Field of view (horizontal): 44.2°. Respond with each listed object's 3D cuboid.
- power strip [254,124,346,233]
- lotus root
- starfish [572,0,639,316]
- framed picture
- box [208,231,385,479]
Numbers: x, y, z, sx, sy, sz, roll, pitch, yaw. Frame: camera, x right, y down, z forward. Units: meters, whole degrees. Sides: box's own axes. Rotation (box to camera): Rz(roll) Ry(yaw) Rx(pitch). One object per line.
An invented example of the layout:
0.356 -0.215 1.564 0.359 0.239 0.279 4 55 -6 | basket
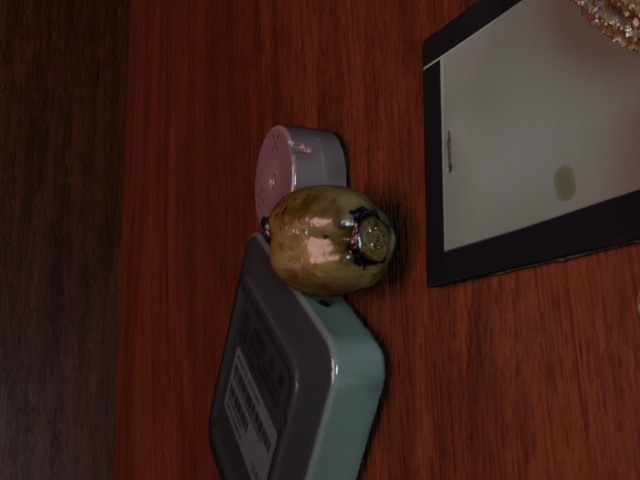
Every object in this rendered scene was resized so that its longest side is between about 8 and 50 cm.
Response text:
-0.029 -0.074 1.041 0.154 0.078 0.154 -179 90 -66 | power strip
0.000 0.000 0.901 0.221 0.118 0.125 1 77 59 | lotus root
0.215 -0.149 0.465 0.301 0.084 0.294 108 146 -53 | starfish
0.181 -0.111 0.651 0.347 0.016 0.265 156 117 -62 | framed picture
-0.058 0.213 1.036 0.367 0.090 0.373 -132 50 -58 | box
